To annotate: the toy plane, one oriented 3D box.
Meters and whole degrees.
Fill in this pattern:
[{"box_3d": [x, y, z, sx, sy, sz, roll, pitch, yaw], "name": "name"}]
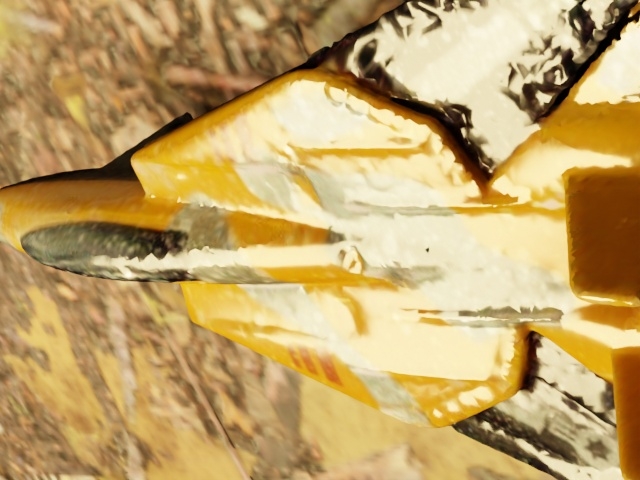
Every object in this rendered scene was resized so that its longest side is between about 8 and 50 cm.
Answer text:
[{"box_3d": [0.008, -0.006, 0.517, 0.316, 0.103, 0.204, 11, 127, 48], "name": "toy plane"}]
